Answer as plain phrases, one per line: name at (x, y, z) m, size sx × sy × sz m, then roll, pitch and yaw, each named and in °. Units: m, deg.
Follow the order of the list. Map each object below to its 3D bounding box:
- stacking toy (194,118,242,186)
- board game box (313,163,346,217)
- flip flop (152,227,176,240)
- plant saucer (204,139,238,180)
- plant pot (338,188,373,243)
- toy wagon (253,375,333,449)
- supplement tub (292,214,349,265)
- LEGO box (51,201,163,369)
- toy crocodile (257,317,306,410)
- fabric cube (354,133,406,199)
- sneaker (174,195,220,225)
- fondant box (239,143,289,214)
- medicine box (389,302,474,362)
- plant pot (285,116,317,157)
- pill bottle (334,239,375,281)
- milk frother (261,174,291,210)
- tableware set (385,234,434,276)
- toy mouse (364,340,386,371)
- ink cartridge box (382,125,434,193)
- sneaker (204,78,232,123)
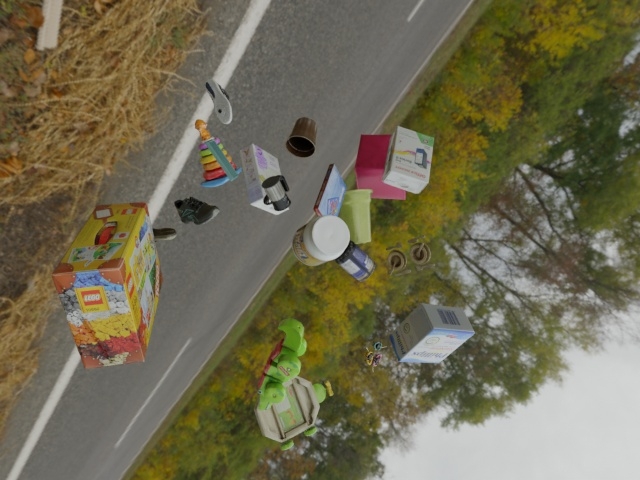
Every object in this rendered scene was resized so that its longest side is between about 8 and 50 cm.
stacking toy at (-0.507, -0.415, 2.004) m, size 0.175 × 0.302 × 0.166 m, roll -9°, pitch -156°, yaw 26°
board game box at (0.045, -0.182, 1.830) m, size 0.027 × 0.145 × 0.281 m, roll -8°, pitch -136°, yaw 29°
flip flop at (-0.785, -0.011, 2.015) m, size 0.112 × 0.276 × 0.080 m, roll -57°, pitch 142°, yaw -55°
plant saucer at (-0.415, -0.343, 1.829) m, size 0.018 × 0.192 × 0.067 m, roll -29°, pitch -167°, yaw 23°
plant pot at (0.146, -0.103, 2.153) m, size 0.275 × 0.254 × 0.276 m, roll -10°, pitch 178°, yaw 0°
toy wagon at (-0.103, 0.694, 1.824) m, size 0.344 × 0.268 × 0.068 m, roll -16°, pitch 172°, yaw -32°
supplement tub at (0.000, 0.000, 1.385) m, size 0.144 × 0.144 × 0.199 m, roll -49°, pitch -173°, yaw -21°
LEGO box at (-0.715, 0.133, 1.527) m, size 0.500 × 0.193 × 0.373 m, roll -112°, pitch -161°, yaw -60°
toy crocodile at (-0.124, 0.377, 1.284) m, size 0.115 × 0.105 × 0.341 m, roll -70°, pitch -175°, yaw -59°
fabric cube at (0.339, -0.397, 2.329) m, size 0.254 × 0.258 × 0.259 m, roll 71°, pitch 27°, yaw -56°
sneaker at (-0.532, -0.128, 1.827) m, size 0.267 × 0.106 × 0.101 m, roll -1°, pitch -143°, yaw 41°
fondant box at (-0.302, -0.325, 2.327) m, size 0.096 × 0.331 × 0.238 m, roll -24°, pitch 159°, yaw 23°
medicine box at (0.524, 0.447, 2.054) m, size 0.289 × 0.263 × 0.149 m, roll -58°, pitch -146°, yaw 37°
plant pot at (-0.092, -0.564, 2.335) m, size 0.167 × 0.166 × 0.165 m, roll 123°, pitch -17°, yaw -59°
pill bottle at (0.136, 0.076, 1.952) m, size 0.122 × 0.219 × 0.123 m, roll -40°, pitch -157°, yaw 20°
milk frother at (-0.217, -0.213, 1.908) m, size 0.143 × 0.135 × 0.129 m, roll -11°, pitch -140°, yaw 18°
tableware set at (0.342, 0.068, 1.711) m, size 0.194 × 0.128 × 0.039 m, roll -22°, pitch 174°, yaw 39°
toy mouse at (0.244, 0.504, 1.937) m, size 0.143 × 0.031 × 0.161 m, roll -29°, pitch 121°, yaw -40°
ink cartridge box at (0.329, -0.302, 1.619) m, size 0.093 × 0.154 × 0.213 m, roll 120°, pitch -15°, yaw -66°
sneaker at (-0.437, -0.620, 1.956) m, size 0.079 × 0.217 × 0.121 m, roll -25°, pitch 176°, yaw 13°
